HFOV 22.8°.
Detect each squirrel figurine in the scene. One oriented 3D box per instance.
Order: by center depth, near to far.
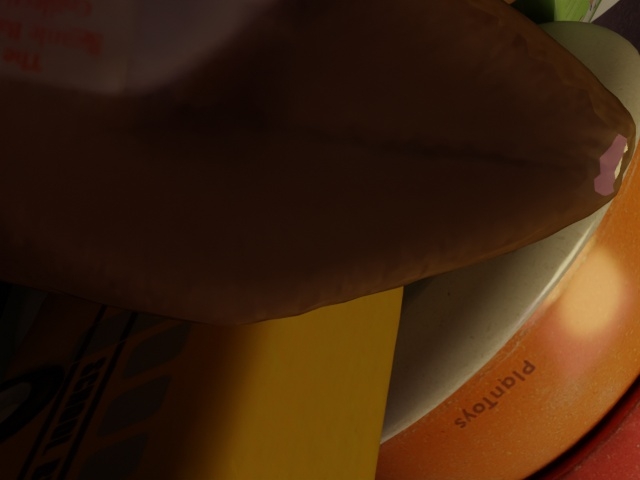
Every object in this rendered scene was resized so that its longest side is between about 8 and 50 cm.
[{"bbox_3d":[-0.107,-0.118,0.592,0.397,0.281,0.370,-26,-164,6],"label":"squirrel figurine"}]

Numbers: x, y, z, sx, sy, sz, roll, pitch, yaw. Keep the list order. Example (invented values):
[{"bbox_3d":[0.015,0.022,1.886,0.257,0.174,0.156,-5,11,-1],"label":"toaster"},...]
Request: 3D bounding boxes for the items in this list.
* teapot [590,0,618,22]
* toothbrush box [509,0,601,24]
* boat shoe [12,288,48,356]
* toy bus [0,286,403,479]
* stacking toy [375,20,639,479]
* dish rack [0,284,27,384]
[{"bbox_3d":[0.164,-0.283,1.285,0.252,0.187,0.256,-39,-160,22],"label":"teapot"},{"bbox_3d":[0.091,-0.245,1.048,0.122,0.206,0.283,-61,163,-6],"label":"toothbrush box"},{"bbox_3d":[-0.055,0.020,0.929,0.302,0.103,0.113,-41,152,-57],"label":"boat shoe"},{"bbox_3d":[-0.047,0.055,0.632,0.130,0.108,0.332,-25,-158,20],"label":"toy bus"},{"bbox_3d":[0.206,0.122,1.066,0.350,0.480,0.350,-42,-161,18],"label":"stacking toy"},{"bbox_3d":[-0.140,0.052,1.036,0.333,0.072,0.285,-68,164,15],"label":"dish rack"}]
